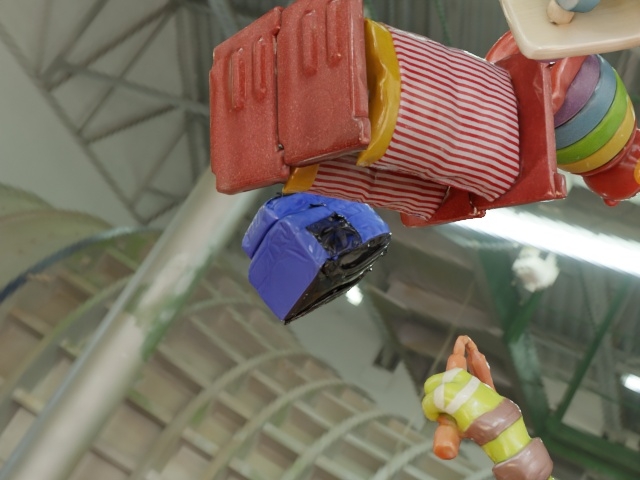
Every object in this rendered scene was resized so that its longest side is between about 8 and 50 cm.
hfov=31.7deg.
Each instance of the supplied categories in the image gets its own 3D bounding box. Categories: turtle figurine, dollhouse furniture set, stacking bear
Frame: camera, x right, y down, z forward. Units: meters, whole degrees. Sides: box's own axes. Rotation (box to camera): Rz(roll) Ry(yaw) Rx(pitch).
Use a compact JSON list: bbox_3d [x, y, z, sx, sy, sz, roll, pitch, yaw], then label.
[{"bbox_3d":[0.116,0.165,0.459,0.087,0.217,0.269,-29,-95,24],"label":"turtle figurine"},{"bbox_3d":[0.039,-0.206,0.798,0.201,0.374,0.152,7,-16,-40],"label":"dollhouse furniture set"},{"bbox_3d":[0.354,-0.157,1.505,0.289,0.175,0.164,39,-12,-35],"label":"stacking bear"}]

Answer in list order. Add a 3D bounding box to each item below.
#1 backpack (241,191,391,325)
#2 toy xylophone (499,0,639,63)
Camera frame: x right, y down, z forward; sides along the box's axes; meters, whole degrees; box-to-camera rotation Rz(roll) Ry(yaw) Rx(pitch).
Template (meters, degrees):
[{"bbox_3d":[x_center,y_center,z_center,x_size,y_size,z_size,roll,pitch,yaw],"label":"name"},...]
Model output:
[{"bbox_3d":[0.000,0.000,1.020,0.101,0.120,0.098,55,-45,14],"label":"backpack"},{"bbox_3d":[0.167,-0.212,0.477,0.081,0.236,0.322,3,-53,-13],"label":"toy xylophone"}]
